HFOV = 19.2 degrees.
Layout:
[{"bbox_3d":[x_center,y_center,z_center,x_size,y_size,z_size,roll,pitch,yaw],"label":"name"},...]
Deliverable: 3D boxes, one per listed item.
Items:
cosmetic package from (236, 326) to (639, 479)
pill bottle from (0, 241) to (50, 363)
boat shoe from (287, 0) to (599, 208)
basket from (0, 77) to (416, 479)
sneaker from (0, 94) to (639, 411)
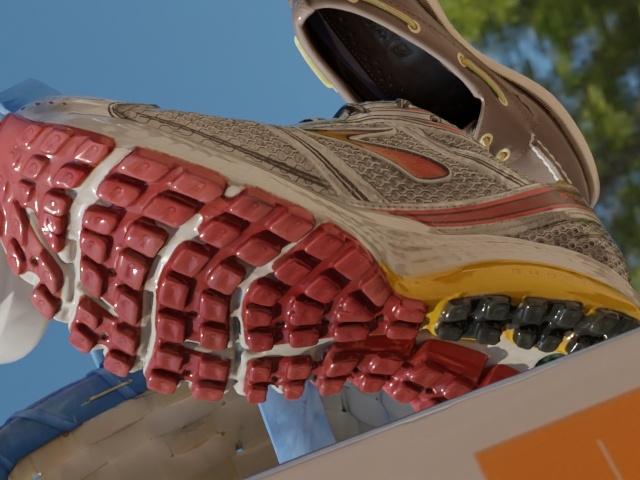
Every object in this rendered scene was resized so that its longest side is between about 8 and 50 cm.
[{"bbox_3d":[-0.017,0.185,0.408,0.453,0.161,0.230,-19,-110,-22],"label":"cosmetic package"},{"bbox_3d":[-0.285,0.008,0.971,0.278,0.162,0.162,-2,-103,-40],"label":"pill bottle"},{"bbox_3d":[0.096,-0.100,1.450,0.324,0.116,0.096,45,-144,-25],"label":"boat shoe"},{"bbox_3d":[-0.050,0.075,0.819,0.255,0.201,0.289,30,147,60],"label":"basket"},{"bbox_3d":[0.000,0.000,0.601,0.225,0.088,0.092,17,-140,-26],"label":"sneaker"}]
